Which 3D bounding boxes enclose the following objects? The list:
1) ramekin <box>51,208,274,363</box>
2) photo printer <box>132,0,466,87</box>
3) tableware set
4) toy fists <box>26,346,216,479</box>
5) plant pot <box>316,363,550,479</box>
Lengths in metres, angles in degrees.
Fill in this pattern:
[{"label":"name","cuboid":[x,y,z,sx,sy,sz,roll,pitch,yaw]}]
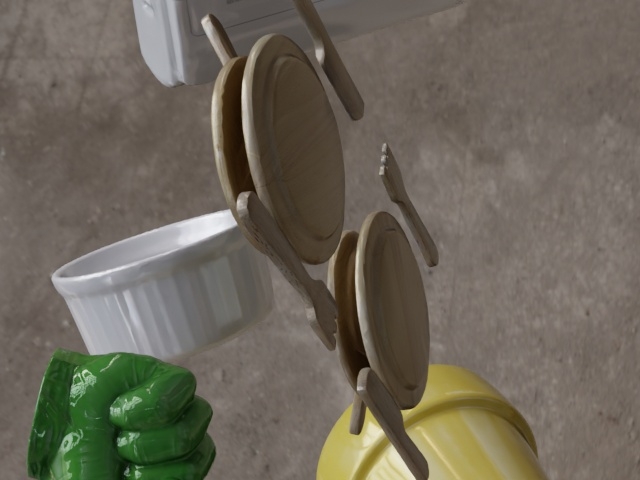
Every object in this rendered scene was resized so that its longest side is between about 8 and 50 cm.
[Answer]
[{"label":"ramekin","cuboid":[-0.192,0.063,1.404,0.277,0.277,0.135,-16,100,3]},{"label":"photo printer","cuboid":[0.001,-0.271,0.806,0.307,0.256,0.107,-21,38,-20]},{"label":"tableware set","cuboid":[0.000,0.000,0.443,0.039,0.194,0.128,-10,49,21]},{"label":"toy fists","cuboid":[-0.166,0.223,0.859,0.142,0.096,0.279,12,99,-4]},{"label":"plant pot","cuboid":[0.154,0.299,1.189,0.254,0.254,0.239,-34,31,-8]}]
